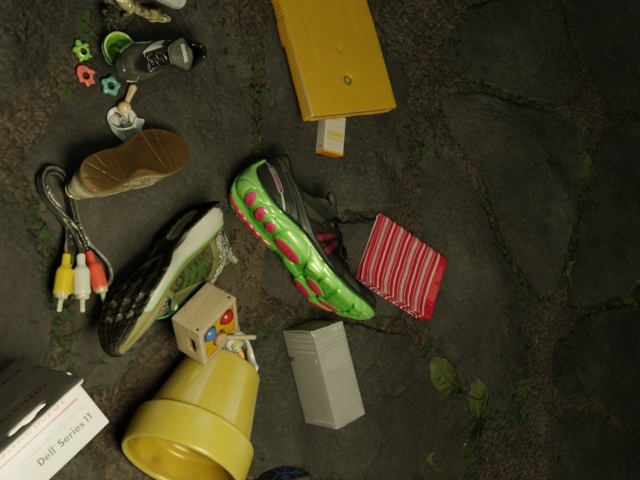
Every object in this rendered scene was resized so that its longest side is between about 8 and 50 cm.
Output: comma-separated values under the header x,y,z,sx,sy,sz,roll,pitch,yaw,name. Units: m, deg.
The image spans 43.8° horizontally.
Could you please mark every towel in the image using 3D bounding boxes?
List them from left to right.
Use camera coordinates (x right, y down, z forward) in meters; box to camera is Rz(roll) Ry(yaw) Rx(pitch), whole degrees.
x,y,z,sx,sy,sz,roll,pitch,yaw,name
0.221,0.074,2.109,0.275,0.031,0.198,32,67,-32,towel

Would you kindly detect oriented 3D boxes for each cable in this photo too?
x,y,z,sx,sy,sz,roll,pitch,yaw,name
-0.468,-0.005,1.549,0.140,0.072,0.287,-7,91,-44,cable

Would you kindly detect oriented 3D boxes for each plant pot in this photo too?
x,y,z,sx,sy,sz,roll,pitch,yaw,name
-0.237,0.355,1.613,0.254,0.254,0.239,45,47,-27,plant pot

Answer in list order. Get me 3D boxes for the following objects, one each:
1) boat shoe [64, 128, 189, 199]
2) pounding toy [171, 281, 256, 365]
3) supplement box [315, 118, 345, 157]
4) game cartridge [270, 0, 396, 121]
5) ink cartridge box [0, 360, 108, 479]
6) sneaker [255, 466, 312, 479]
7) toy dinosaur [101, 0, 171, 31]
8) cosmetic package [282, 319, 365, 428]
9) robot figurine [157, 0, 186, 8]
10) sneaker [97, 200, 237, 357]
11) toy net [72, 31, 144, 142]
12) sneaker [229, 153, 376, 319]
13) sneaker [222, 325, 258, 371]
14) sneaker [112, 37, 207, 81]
x,y,z,sx,sy,sz,roll,pitch,yaw,name
-0.386,-0.153,1.606,0.285,0.089,0.104,-25,91,-49,boat shoe
-0.208,0.175,1.586,0.130,0.100,0.141,-47,154,-33,pounding toy
0.025,-0.260,1.971,0.062,0.036,0.098,11,81,-36,supplement box
0.034,-0.463,1.965,0.285,0.053,0.323,-13,85,-38,game cartridge
-0.500,0.319,1.325,0.207,0.354,0.119,-44,113,-31,ink cartridge box
-0.113,0.574,1.795,0.211,0.080,0.081,-12,101,-28,sneaker
-0.432,-0.499,1.608,0.268,0.064,0.118,36,38,-27,toy dinosaur
0.008,0.311,1.868,0.107,0.127,0.237,-16,95,-38,cosmetic package
-0.301,-0.637,1.637,0.354,0.200,0.299,9,104,-37,robot figurine
-0.278,0.099,1.603,0.182,0.158,0.410,55,46,-24,sneaker
-0.420,-0.302,1.621,0.122,0.045,0.232,-19,99,-38,toy net
0.000,0.000,1.845,0.202,0.185,0.482,-49,117,-25,sneaker
-0.207,0.201,1.727,0.087,0.092,0.228,-36,105,-32,sneaker
-0.318,-0.375,1.625,0.234,0.106,0.078,-32,115,-54,sneaker
